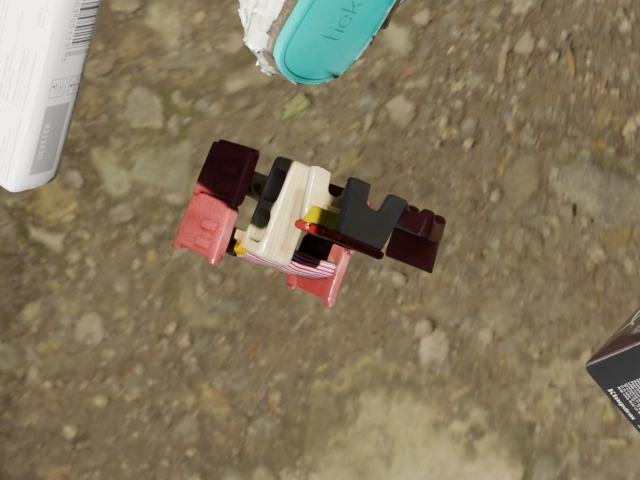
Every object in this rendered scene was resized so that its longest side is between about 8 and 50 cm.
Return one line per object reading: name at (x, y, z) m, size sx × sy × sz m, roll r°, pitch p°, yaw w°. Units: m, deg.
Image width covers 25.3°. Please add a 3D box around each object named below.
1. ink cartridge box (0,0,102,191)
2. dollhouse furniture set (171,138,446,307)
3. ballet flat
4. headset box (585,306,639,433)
ink cartridge box at (-0.263, -0.166, 1.018) m, size 0.224 × 0.056 × 0.181 m, roll 33°, pitch 120°, yaw 24°
dollhouse furniture set at (0.000, 0.000, 1.713) m, size 0.201 × 0.374 × 0.152 m, roll 21°, pitch 90°, yaw -31°
ballet flat at (0.063, -0.296, 1.078) m, size 0.147 × 0.147 × 0.409 m, roll 43°, pitch 116°, yaw -2°
headset box at (0.283, 0.070, 0.593) m, size 0.218 × 0.110 × 0.293 m, roll 49°, pitch 152°, yaw 0°
